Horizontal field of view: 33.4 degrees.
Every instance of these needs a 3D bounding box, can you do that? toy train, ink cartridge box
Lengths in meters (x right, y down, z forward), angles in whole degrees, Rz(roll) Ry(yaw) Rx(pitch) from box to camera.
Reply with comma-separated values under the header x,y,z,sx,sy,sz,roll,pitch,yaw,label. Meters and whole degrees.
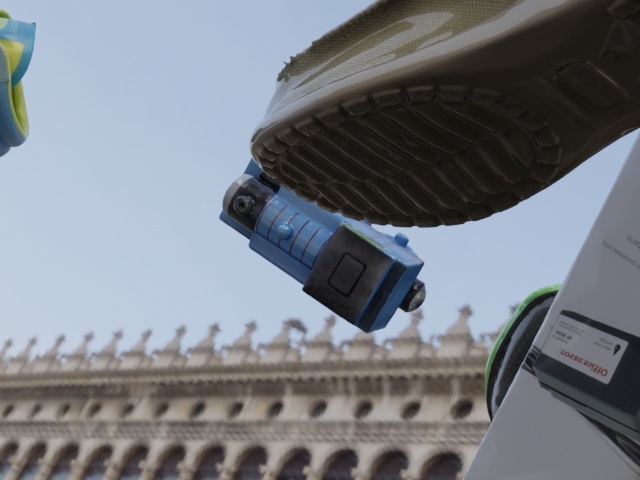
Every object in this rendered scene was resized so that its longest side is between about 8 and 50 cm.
x,y,z,sx,sy,sz,roll,pitch,yaw,label
0.000,0.000,0.844,0.184,0.080,0.105,35,10,15,toy train
0.339,0.125,0.959,0.285,0.166,0.395,9,-68,-37,ink cartridge box

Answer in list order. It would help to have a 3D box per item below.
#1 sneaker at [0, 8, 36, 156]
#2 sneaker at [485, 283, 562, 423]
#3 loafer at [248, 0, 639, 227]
x,y,z,sx,sy,sz,roll,pitch,yaw,label
-0.353,-0.177,0.849,0.208,0.127,0.319,-25,-53,7,sneaker
0.268,0.290,1.182,0.185,0.483,0.202,5,5,-6,sneaker
0.082,-0.083,0.428,0.268,0.092,0.102,-20,-42,38,loafer
